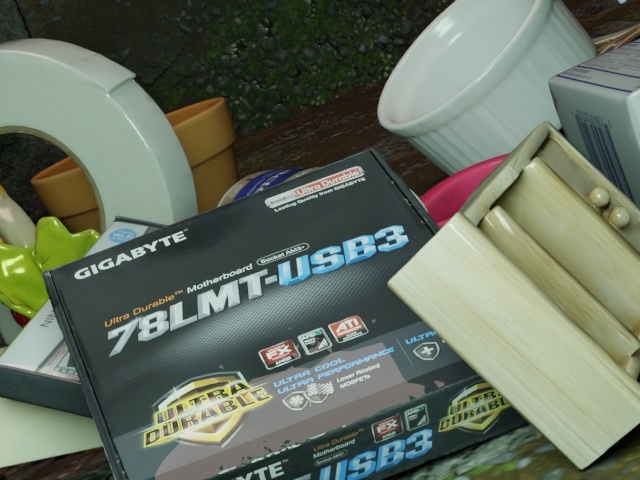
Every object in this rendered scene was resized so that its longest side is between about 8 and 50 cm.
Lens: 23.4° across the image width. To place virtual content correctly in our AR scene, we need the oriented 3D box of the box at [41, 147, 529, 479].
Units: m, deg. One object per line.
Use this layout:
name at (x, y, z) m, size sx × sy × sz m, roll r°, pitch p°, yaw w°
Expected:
box at (-0.033, 0.072, 1.148) m, size 0.295 × 0.073 × 0.293 m, roll -20°, pitch 39°, yaw -9°

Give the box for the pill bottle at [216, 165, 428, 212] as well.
pill bottle at (0.000, 0.000, 1.581) m, size 0.153 × 0.153 × 0.264 m, roll -27°, pitch 12°, yaw -22°

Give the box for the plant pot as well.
plant pot at (-0.230, -0.051, 2.155) m, size 0.290 × 0.203 × 0.291 m, roll -21°, pitch 11°, yaw 4°

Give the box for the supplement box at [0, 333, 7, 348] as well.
supplement box at (-0.500, 0.059, 1.757) m, size 0.195 × 0.357 × 0.194 m, roll -24°, pitch 11°, yaw -7°

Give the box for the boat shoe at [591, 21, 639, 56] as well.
boat shoe at (0.456, -0.244, 1.968) m, size 0.324 × 0.123 × 0.116 m, roll -30°, pitch 13°, yaw 9°

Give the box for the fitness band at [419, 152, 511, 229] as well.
fitness band at (0.193, -0.046, 1.698) m, size 0.209 × 0.054 × 0.291 m, roll -19°, pitch 10°, yaw 32°

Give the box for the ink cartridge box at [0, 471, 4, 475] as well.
ink cartridge box at (-0.418, 0.234, 1.344) m, size 0.261 × 0.066 × 0.296 m, roll -25°, pitch -4°, yaw -10°

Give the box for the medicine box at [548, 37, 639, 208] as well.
medicine box at (0.394, -0.131, 1.427) m, size 0.289 × 0.149 × 0.263 m, roll -23°, pitch 11°, yaw -2°

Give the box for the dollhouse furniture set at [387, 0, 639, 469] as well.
dollhouse furniture set at (0.259, -0.081, 0.984) m, size 0.394 × 0.362 × 0.256 m, roll -46°, pitch 0°, yaw 28°

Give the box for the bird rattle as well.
bird rattle at (-0.322, 0.043, 1.742) m, size 0.143 × 0.207 × 0.253 m, roll -30°, pitch -24°, yaw -17°

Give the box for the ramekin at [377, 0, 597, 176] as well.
ramekin at (0.216, -0.203, 1.951) m, size 0.277 × 0.135 × 0.277 m, roll -40°, pitch 21°, yaw 19°

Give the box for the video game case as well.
video game case at (-0.096, 0.074, 1.292) m, size 0.274 × 0.035 × 0.248 m, roll 11°, pitch 33°, yaw 14°

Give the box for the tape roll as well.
tape roll at (-0.331, -0.048, 1.857) m, size 0.392 × 0.392 × 0.072 m, roll -17°, pitch 12°, yaw 29°

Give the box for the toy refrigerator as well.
toy refrigerator at (-0.189, 0.131, 1.351) m, size 0.269 × 0.094 × 0.102 m, roll -10°, pitch 7°, yaw -18°
